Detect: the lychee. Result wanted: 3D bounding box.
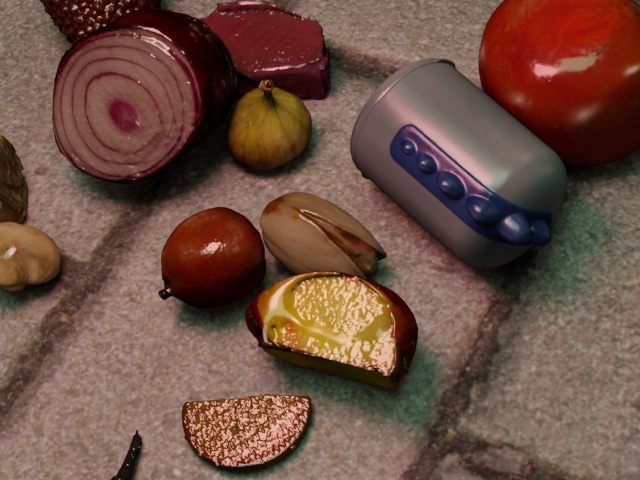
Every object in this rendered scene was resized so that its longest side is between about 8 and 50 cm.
[{"bbox_3d":[-0.427,-0.478,1.995,0.271,0.271,0.271,-4,56,6],"label":"lychee"}]

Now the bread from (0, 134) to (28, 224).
[{"bbox_3d":[-0.606,-0.102,1.763,0.124,0.257,0.186,-20,76,5],"label":"bread"}]

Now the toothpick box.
[{"bbox_3d":[0.232,-0.107,1.630,0.263,0.263,0.355,-36,60,-15],"label":"toothpick box"}]

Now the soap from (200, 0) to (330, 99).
[{"bbox_3d":[-0.104,-0.353,1.933,0.289,0.112,0.182,25,66,22],"label":"soap"}]

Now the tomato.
[{"bbox_3d":[0.430,-0.286,1.709,0.290,0.293,0.325,-39,64,0],"label":"tomato"}]

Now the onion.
[{"bbox_3d":[-0.308,-0.269,1.809,0.282,0.336,0.260,45,24,-8],"label":"onion"}]

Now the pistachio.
[{"bbox_3d":[0.000,0.000,1.661,0.215,0.144,0.144,25,63,15],"label":"pistachio"}]

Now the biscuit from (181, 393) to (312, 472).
[{"bbox_3d":[-0.115,0.294,1.550,0.206,0.025,0.126,-4,56,7],"label":"biscuit"}]

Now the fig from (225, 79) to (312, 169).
[{"bbox_3d":[-0.080,-0.205,1.777,0.160,0.230,0.143,-30,98,-18],"label":"fig"}]

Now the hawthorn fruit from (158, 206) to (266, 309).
[{"bbox_3d":[-0.183,0.034,1.648,0.188,0.169,0.169,-26,56,-21],"label":"hawthorn fruit"}]

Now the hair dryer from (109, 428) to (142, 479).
[{"bbox_3d":[-0.361,0.429,1.480,0.303,0.120,0.359,-1,45,25],"label":"hair dryer"}]

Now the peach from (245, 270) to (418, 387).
[{"bbox_3d":[0.024,0.133,1.561,0.267,0.154,0.159,8,67,25],"label":"peach"}]

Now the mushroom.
[{"bbox_3d":[-0.520,0.029,1.737,0.148,0.148,0.112,32,106,26],"label":"mushroom"}]
